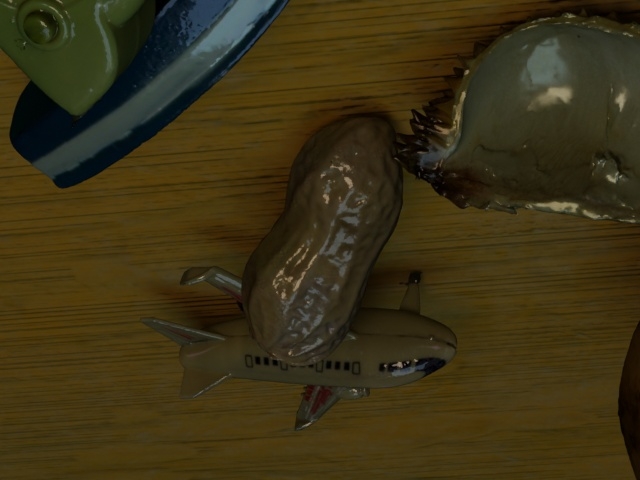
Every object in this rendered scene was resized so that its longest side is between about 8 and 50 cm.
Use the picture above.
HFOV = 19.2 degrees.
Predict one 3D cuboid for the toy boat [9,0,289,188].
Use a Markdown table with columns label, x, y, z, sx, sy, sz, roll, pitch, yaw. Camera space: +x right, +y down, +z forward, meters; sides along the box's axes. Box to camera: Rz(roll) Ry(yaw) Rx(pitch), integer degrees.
| label | x | y | z | sx | sy | sz | roll | pitch | yaw |
| --- | --- | --- | --- | --- | --- | --- | --- | --- | --- |
| toy boat | -0.104 | -0.136 | 1.255 | 0.062 | 0.096 | 0.299 | 33 | 133 | -26 |

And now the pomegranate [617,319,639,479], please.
| label | x | y | z | sx | sy | sz | roll | pitch | yaw |
| --- | --- | --- | --- | --- | --- | --- | --- | --- | --- |
| pomegranate | 0.384 | 0.134 | 1.458 | 0.322 | 0.322 | 0.322 | 1 | 146 | 0 |

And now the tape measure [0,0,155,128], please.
| label | x | y | z | sx | sy | sz | roll | pitch | yaw |
| --- | --- | --- | --- | --- | --- | --- | --- | --- | --- |
| tape measure | -0.162 | -0.195 | 1.138 | 0.200 | 0.106 | 0.175 | 45 | 123 | -9 |

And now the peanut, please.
| label | x | y | z | sx | sy | sz | roll | pitch | yaw |
| --- | --- | --- | --- | --- | --- | --- | --- | --- | --- |
| peanut | 0.000 | 0.000 | 1.418 | 0.099 | 0.090 | 0.214 | 7 | 118 | -32 |

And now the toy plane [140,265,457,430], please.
| label | x | y | z | sx | sy | sz | roll | pitch | yaw |
| --- | --- | --- | --- | --- | --- | --- | --- | --- | --- |
| toy plane | -0.011 | 0.086 | 1.566 | 0.256 | 0.104 | 0.242 | -11 | 141 | 17 |

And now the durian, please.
| label | x | y | z | sx | sy | sz | roll | pitch | yaw |
| --- | --- | --- | --- | --- | --- | --- | --- | --- | --- |
| durian | 0.170 | -0.077 | 1.290 | 0.252 | 0.139 | 0.144 | 10 | 140 | 14 |
